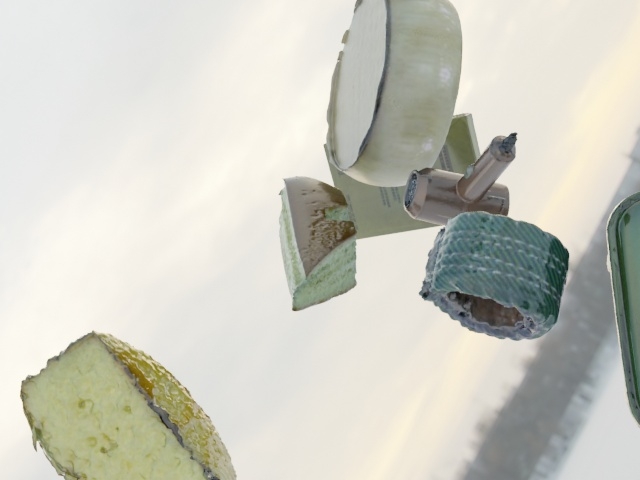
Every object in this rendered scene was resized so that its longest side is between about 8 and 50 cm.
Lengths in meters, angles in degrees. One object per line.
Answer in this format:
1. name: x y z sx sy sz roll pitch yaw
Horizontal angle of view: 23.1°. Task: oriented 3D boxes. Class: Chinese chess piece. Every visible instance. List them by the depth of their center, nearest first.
1. Chinese chess piece: 0.090 -0.195 1.957 0.257 0.104 0.257 -170 90 -75

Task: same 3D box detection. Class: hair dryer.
1. hair dryer: 0.175 -0.074 1.760 0.182 0.117 0.064 123 155 -56

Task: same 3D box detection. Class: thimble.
1. thimble: 0.177 0.036 1.550 0.118 0.135 0.090 -32 37 59

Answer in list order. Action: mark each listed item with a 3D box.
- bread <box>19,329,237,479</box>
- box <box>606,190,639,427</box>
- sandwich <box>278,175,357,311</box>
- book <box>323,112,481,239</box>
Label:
1. bread: -0.199 0.222 1.714 0.160 0.260 0.147 -47 -10 17
2. box: 0.447 0.068 1.573 0.178 0.328 0.253 101 164 -82
3. sandwich: 0.000 0.000 1.917 0.244 0.088 0.090 -101 13 -58
4. book: 0.130 -0.094 2.317 0.026 0.231 0.161 -40 -62 -62
